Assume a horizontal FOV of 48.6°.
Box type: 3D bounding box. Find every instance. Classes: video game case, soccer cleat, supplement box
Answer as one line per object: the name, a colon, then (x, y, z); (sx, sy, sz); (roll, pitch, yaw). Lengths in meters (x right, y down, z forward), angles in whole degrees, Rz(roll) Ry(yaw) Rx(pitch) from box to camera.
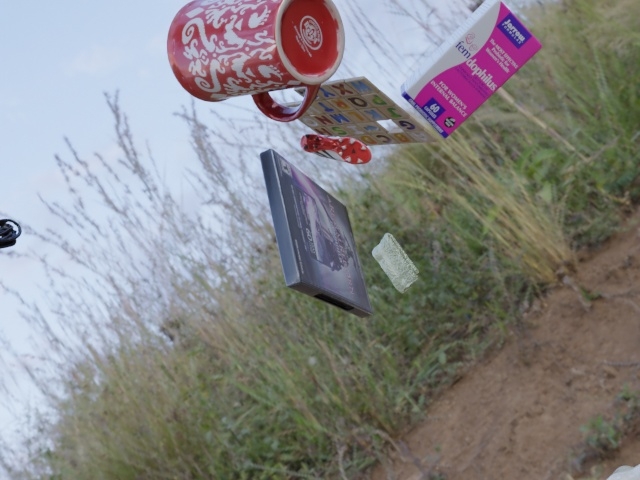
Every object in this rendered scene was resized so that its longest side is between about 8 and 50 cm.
video game case: (0.000, 0.000, 1.044); (0.026, 0.196, 0.274); (-20, -22, 19)
soccer cleat: (0.018, -0.104, 0.800); (0.035, 0.083, 0.029); (-17, -61, -81)
supplement box: (0.254, -0.299, 1.222); (0.220, 0.111, 0.114); (-44, 11, 18)

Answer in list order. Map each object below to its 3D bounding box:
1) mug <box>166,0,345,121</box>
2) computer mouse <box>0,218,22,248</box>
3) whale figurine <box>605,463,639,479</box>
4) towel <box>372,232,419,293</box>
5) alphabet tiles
mug: (-0.052, -0.199, 0.740); (0.150, 0.169, 0.113); (17, -96, -43)
computer mouse: (-0.549, -0.080, 0.975); (0.060, 0.262, 0.184); (-28, 5, 23)
whale figurine: (0.626, 0.433, 1.190); (0.272, 0.141, 0.216); (-15, -8, 34)
towel: (0.195, 0.061, 1.847); (0.027, 0.148, 0.110); (-23, -19, -30)
alphabet tiles: (0.048, -0.209, 1.196); (0.198, 0.237, 0.009); (30, -107, -40)
